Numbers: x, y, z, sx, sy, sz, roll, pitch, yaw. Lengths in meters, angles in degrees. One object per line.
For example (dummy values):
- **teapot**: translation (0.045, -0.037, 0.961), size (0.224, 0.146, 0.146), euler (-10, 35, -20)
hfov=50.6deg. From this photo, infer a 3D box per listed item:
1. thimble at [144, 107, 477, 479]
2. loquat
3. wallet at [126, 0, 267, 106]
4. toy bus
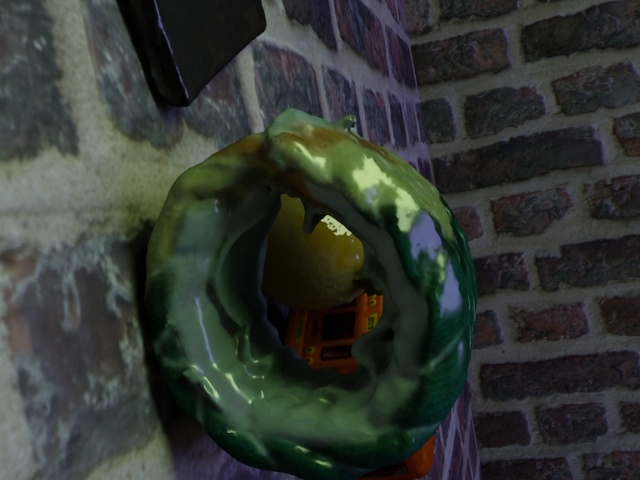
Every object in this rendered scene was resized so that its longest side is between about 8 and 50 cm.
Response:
- **thimble**: translation (-0.002, 0.040, 0.561), size (0.167, 0.254, 0.288), euler (-26, 109, -75)
- **loquat**: translation (0.000, 0.000, 0.740), size (0.172, 0.204, 0.149), euler (-26, 140, -39)
- **wallet**: translation (-0.121, -0.260, 0.701), size (0.309, 0.042, 0.165), euler (-70, 149, -58)
- **toy bus**: translation (0.053, 0.210, 0.853), size (0.143, 0.153, 0.329), euler (-82, 158, -46)
